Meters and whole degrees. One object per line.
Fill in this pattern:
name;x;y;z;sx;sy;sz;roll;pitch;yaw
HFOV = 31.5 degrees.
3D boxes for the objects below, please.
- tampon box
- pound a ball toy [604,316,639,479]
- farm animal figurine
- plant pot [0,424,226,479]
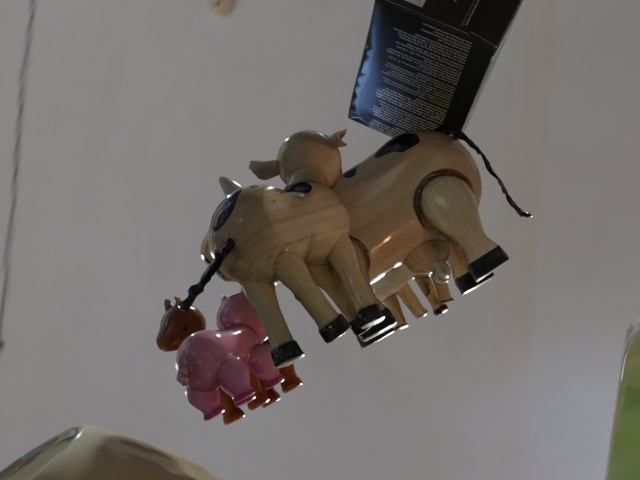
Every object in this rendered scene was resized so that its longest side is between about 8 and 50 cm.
tampon box;0.099;-0.169;0.936;0.161;0.101;0.120;106;11;-61
pound a ball toy;0.203;0.213;0.547;0.136;0.319;0.208;3;-131;12
farm animal figurine;0.000;0.000;0.877;0.172;0.327;0.330;61;-23;9
plant pot;-0.163;0.242;0.787;0.284;0.284;0.191;-28;-81;38
